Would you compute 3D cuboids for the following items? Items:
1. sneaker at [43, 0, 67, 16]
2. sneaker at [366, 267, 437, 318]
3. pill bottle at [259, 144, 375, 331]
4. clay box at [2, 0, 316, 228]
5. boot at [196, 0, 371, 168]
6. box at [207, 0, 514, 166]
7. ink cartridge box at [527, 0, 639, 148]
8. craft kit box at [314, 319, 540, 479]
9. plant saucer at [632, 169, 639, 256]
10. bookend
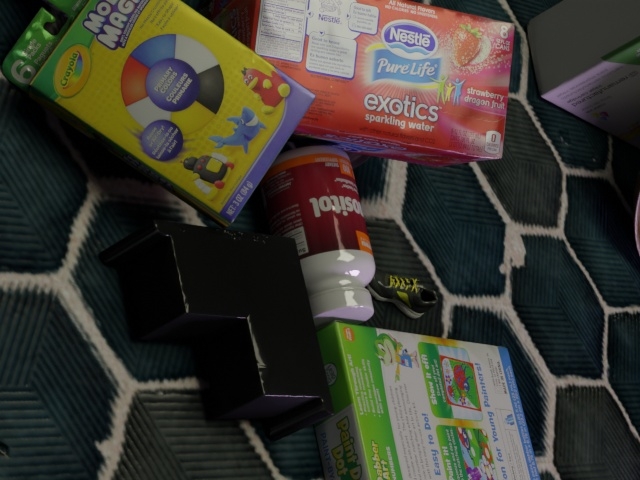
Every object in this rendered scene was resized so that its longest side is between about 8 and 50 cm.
[{"bbox_3d":[-0.195,-0.307,1.399,0.161,0.102,0.282,43,51,-28],"label":"sneaker"},{"bbox_3d":[0.077,0.043,1.531,0.083,0.035,0.031,29,46,-35],"label":"sneaker"},{"bbox_3d":[0.000,0.000,1.427,0.086,0.086,0.152,10,60,-46],"label":"pill bottle"},{"bbox_3d":[-0.130,-0.124,1.292,0.222,0.053,0.127,34,80,-7],"label":"clay box"},{"bbox_3d":[0.004,-0.210,1.567,0.229,0.091,0.263,50,40,-15],"label":"boot"},{"bbox_3d":[0.031,-0.147,1.439,0.257,0.122,0.128,8,86,-24],"label":"box"},{"bbox_3d":[0.418,-0.217,1.965,0.278,0.201,0.117,21,53,-42],"label":"ink cartridge box"},{"bbox_3d":[0.103,0.206,1.442,0.246,0.061,0.250,14,56,-47],"label":"craft kit box"},{"bbox_3d":[0.487,-0.083,1.931,0.310,0.311,0.050,21,16,-41],"label":"plant saucer"},{"bbox_3d":[-0.081,0.075,1.294,0.156,0.072,0.157,7,63,-47],"label":"bookend"}]
